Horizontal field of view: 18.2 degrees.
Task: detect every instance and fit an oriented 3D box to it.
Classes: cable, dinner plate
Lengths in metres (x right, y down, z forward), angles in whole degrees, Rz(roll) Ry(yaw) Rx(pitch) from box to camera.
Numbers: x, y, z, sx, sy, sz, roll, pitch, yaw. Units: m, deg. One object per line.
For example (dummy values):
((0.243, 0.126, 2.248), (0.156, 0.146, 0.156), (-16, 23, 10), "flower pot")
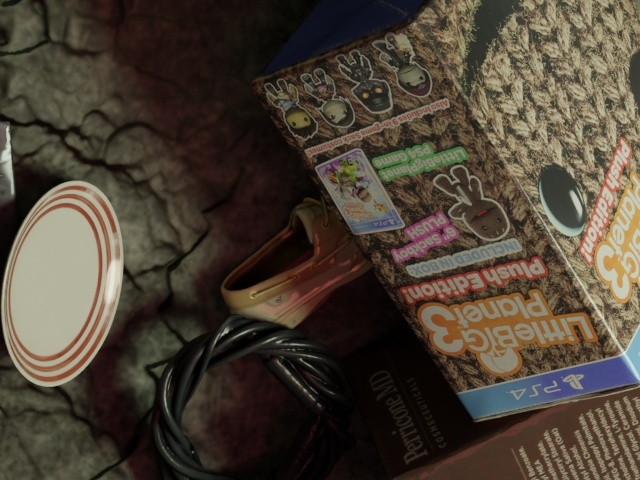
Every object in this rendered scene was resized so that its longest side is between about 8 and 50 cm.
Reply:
((-0.048, 0.130, 1.438), (0.150, 0.047, 0.184), (-12, 127, -9), "cable")
((-0.178, 0.028, 1.350), (0.141, 0.017, 0.141), (-28, 123, -56), "dinner plate")

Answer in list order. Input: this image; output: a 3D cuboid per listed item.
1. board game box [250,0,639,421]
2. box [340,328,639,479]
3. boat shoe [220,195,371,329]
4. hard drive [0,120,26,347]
((0.128, -0.069, 1.344), (0.291, 0.141, 0.232), (56, 43, -20), "board game box")
((0.224, 0.098, 1.457), (0.381, 0.191, 0.143), (-27, 116, 0), "box")
((0.000, 0.000, 1.436), (0.170, 0.063, 0.059), (-43, 126, -6), "boat shoe")
((-0.322, 0.009, 1.286), (0.254, 0.054, 0.172), (-11, 111, -24), "hard drive")
